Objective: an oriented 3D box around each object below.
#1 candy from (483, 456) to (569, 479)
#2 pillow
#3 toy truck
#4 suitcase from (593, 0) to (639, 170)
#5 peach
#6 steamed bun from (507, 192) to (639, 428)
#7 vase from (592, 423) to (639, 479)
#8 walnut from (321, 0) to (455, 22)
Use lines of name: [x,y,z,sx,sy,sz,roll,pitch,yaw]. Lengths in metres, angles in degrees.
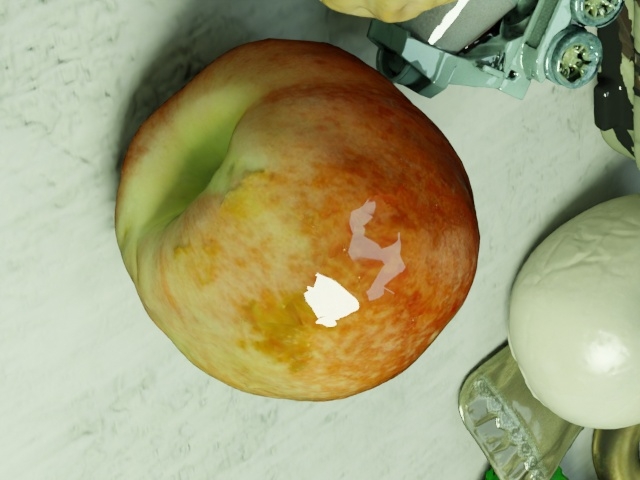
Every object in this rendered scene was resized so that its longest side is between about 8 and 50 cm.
candy: [0.197,0.267,1.695,0.141,0.078,0.203,-47,117,-1]
pillow: [0.207,0.112,1.656,0.217,0.033,0.130,-44,114,-26]
toy truck: [0.136,-0.211,1.311,0.140,0.108,0.257,15,104,-36]
suitcase: [0.385,-0.230,1.564,0.339,0.194,0.351,-30,133,-30]
peach: [0.000,0.000,1.245,0.256,0.232,0.232,28,87,-40]
steamed bun: [0.269,0.054,1.601,0.228,0.131,0.177,-31,102,-29]
vase: [0.401,0.144,1.785,0.329,0.241,0.302,-27,118,-5]
walnut: [0.049,-0.242,1.135,0.198,0.198,0.245,-15,125,-43]
